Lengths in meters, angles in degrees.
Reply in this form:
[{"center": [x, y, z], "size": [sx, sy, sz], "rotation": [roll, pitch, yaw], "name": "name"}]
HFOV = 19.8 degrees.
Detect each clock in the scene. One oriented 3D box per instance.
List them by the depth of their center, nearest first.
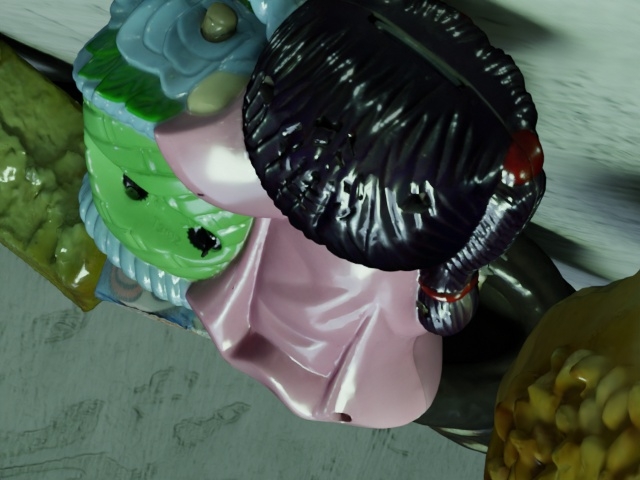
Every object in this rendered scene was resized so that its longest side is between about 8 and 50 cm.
[{"center": [-0.011, -0.033, 0.717], "size": [0.194, 0.100, 0.195], "rotation": [38, 147, 10], "name": "clock"}]

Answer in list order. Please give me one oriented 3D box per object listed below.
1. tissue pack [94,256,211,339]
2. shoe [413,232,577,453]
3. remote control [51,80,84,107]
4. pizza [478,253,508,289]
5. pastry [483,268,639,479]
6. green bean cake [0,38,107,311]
[{"center": [-0.052, -0.025, 0.997], "size": [0.065, 0.155, 0.115], "rotation": [22, 176, -31], "name": "tissue pack"}, {"center": [0.113, 0.068, 1.393], "size": [0.384, 0.171, 0.237], "rotation": [31, 176, -30], "name": "shoe"}, {"center": [-0.189, -0.105, 1.572], "size": [0.107, 0.044, 0.377], "rotation": [30, 173, -24], "name": "remote control"}, {"center": [0.047, -0.045, 0.825], "size": [0.154, 0.069, 0.194], "rotation": [34, 162, -12], "name": "pizza"}, {"center": [0.233, 0.192, 0.899], "size": [0.409, 0.245, 0.409], "rotation": [42, 149, 33], "name": "pastry"}, {"center": [-0.235, -0.059, 1.436], "size": [0.236, 0.124, 0.233], "rotation": [38, 170, -4], "name": "green bean cake"}]
